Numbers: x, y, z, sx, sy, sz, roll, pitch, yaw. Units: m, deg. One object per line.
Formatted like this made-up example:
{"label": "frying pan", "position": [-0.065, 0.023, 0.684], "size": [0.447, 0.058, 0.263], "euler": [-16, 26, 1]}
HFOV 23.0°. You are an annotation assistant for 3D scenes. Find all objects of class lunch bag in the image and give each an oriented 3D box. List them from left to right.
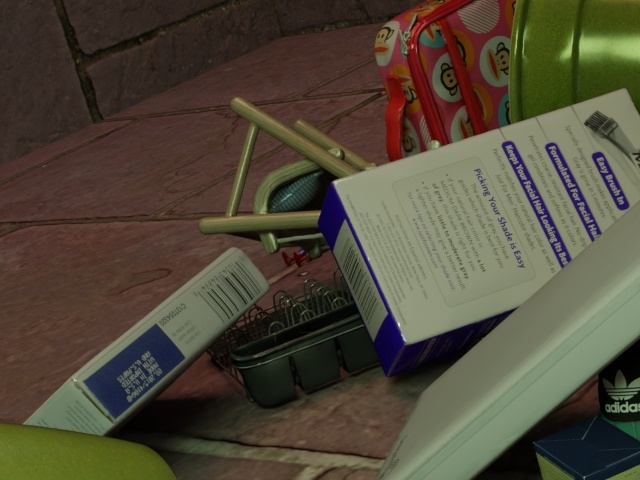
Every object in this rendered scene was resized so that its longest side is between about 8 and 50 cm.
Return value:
{"label": "lunch bag", "position": [0.186, -0.167, 1.986], "size": [0.258, 0.293, 0.120], "euler": [-30, 19, -29]}

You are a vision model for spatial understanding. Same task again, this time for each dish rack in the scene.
{"label": "dish rack", "position": [-0.021, 0.092, 1.709], "size": [0.208, 0.074, 0.271], "euler": [-20, 16, -14]}

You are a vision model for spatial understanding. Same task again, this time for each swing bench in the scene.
{"label": "swing bench", "position": [0.034, -0.048, 1.795], "size": [0.254, 0.165, 0.253], "euler": [15, 1, 17]}

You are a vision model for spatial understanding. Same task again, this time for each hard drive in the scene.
{"label": "hard drive", "position": [0.188, 0.078, 1.258], "size": [0.353, 0.047, 0.233], "euler": [-46, 2, 27]}

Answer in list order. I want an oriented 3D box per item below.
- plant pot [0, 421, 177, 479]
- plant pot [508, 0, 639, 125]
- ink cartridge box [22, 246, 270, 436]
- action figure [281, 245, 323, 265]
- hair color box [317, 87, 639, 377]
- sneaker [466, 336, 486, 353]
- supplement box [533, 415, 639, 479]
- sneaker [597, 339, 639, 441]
{"label": "plant pot", "position": [-0.250, 0.242, 1.150], "size": [0.293, 0.275, 0.274], "euler": [-8, 7, -39]}
{"label": "plant pot", "position": [0.449, -0.197, 1.810], "size": [0.353, 0.366, 0.366], "euler": [7, 25, 28]}
{"label": "ink cartridge box", "position": [-0.233, 0.173, 1.563], "size": [0.330, 0.071, 0.324], "euler": [-43, 0, 32]}
{"label": "action figure", "position": [0.000, 0.000, 2.095], "size": [0.115, 0.030, 0.038], "euler": [-27, 14, -40]}
{"label": "hair color box", "position": [0.189, -0.010, 1.575], "size": [0.338, 0.185, 0.110], "euler": [-18, -20, -15]}
{"label": "sneaker", "position": [0.186, 0.112, 1.508], "size": [0.043, 0.040, 0.109], "euler": [13, -17, -43]}
{"label": "supplement box", "position": [0.204, 0.184, 1.134], "size": [0.056, 0.083, 0.083], "euler": [-20, 16, -13]}
{"label": "sneaker", "position": [0.308, 0.087, 1.294], "size": [0.108, 0.121, 0.302], "euler": [-7, 18, 31]}
